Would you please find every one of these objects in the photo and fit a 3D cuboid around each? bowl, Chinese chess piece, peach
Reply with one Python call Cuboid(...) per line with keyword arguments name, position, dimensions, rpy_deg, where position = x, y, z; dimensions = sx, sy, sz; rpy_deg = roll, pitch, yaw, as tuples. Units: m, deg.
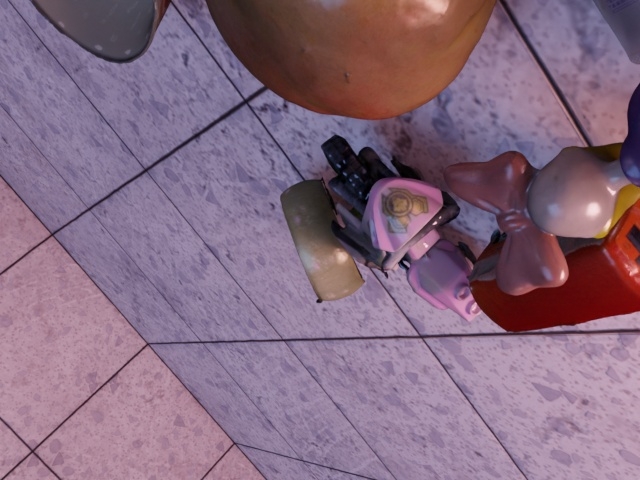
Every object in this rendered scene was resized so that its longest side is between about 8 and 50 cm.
Cuboid(name="bowl", position=(-0.281, -0.415, 0.899), dimensions=(0.337, 0.157, 0.337), rpy_deg=(31, 148, 22))
Cuboid(name="Chinese chess piece", position=(0.000, 0.000, 1.066), dimensions=(0.188, 0.083, 0.188), rpy_deg=(-22, -90, -87))
Cuboid(name="peach", position=(0.021, -0.249, 0.629), dimensions=(0.292, 0.247, 0.292), rpy_deg=(18, 119, 36))

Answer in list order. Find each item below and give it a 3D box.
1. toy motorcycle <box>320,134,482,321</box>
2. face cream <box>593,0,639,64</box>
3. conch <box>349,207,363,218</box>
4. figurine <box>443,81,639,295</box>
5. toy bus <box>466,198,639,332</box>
Cuboid(name="toy motorcycle", position=(0.119, 0.001, 0.901), dimensions=(0.327, 0.143, 0.188), rpy_deg=(48, 178, -34))
Cuboid(name="face cream", position=(0.250, -0.240, 0.559), dimensions=(0.224, 0.070, 0.114), rpy_deg=(43, 154, -23))
Cuboid(name="conch", position=(0.087, -0.021, 1.046), dimensions=(0.089, 0.074, 0.121), rpy_deg=(25, 146, -36))
Cuboid(name="figurine", position=(0.297, -0.066, 0.547), dimensions=(0.421, 0.193, 0.154), rpy_deg=(-21, 97, 56))
Cuboid(name="toy bus", position=(0.276, 0.031, 0.792), dimensions=(0.121, 0.120, 0.265), rpy_deg=(48, 152, -8))
